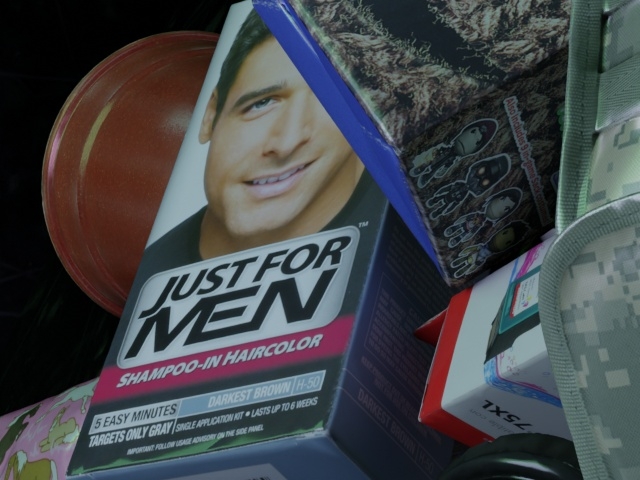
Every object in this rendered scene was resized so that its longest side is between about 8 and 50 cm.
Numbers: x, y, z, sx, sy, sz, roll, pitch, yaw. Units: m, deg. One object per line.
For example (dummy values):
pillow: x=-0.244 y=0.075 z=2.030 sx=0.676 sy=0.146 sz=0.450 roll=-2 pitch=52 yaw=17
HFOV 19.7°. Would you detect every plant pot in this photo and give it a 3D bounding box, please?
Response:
plant pot: x=-0.067 y=-0.037 z=1.529 sx=0.272 sy=0.272 sz=0.265 roll=-63 pitch=23 yaw=-5

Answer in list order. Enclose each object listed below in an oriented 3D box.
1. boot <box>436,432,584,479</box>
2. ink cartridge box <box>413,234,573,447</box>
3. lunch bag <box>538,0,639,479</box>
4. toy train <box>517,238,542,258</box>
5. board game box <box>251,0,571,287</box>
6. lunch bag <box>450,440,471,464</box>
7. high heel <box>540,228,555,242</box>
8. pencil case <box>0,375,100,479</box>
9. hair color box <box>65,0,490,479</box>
boot: x=0.018 y=0.267 z=0.822 sx=0.260 sy=0.131 sz=0.348 roll=-45 pitch=-13 yaw=-52
ink cartridge box: x=0.143 y=0.065 z=0.892 sx=0.231 sy=0.134 sz=0.078 roll=-38 pitch=29 yaw=56
lunch bag: x=0.214 y=-0.016 z=0.666 sx=0.235 sy=0.169 sz=0.287 roll=-13 pitch=57 yaw=37
toy train: x=0.140 y=0.005 z=1.219 sx=0.083 sy=0.017 sz=0.024 roll=-78 pitch=12 yaw=-45
board game box: x=0.119 y=-0.162 z=0.934 sx=0.291 sy=0.141 sz=0.232 roll=-32 pitch=59 yaw=-3
lunch bag: x=0.038 y=0.184 z=1.106 sx=0.219 sy=0.090 sz=0.176 roll=-46 pitch=24 yaw=45
high heel: x=0.196 y=-0.027 z=1.044 sx=0.186 sy=0.093 sz=0.261 roll=-15 pitch=31 yaw=39
pencil case: x=-0.171 y=0.188 z=1.473 sx=0.386 sy=0.160 sz=0.167 roll=-25 pitch=64 yaw=40
hair color box: x=0.000 y=0.000 z=1.099 sx=0.185 sy=0.113 sz=0.374 roll=-14 pitch=44 yaw=34
